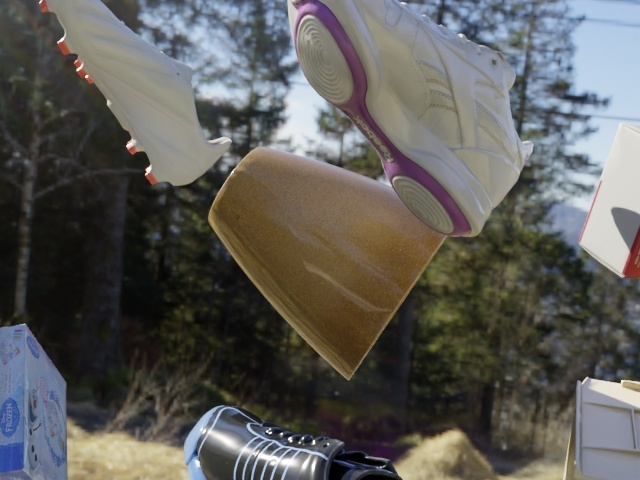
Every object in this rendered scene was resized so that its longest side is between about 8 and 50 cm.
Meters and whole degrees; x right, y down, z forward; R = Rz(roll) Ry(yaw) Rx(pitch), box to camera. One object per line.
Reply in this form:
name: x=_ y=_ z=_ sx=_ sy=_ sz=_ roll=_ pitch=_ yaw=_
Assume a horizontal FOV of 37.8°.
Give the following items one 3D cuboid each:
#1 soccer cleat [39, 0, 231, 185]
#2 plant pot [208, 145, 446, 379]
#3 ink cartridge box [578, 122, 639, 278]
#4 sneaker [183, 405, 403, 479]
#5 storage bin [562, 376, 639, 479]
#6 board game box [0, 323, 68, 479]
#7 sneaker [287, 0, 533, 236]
soccer cleat: x=-0.145 y=-0.133 z=0.727 sx=0.076 sy=0.196 sz=0.068 roll=-33 pitch=20 yaw=-3
plant pot: x=0.000 y=0.000 z=1.146 sx=0.254 sy=0.237 sz=0.237 roll=35 pitch=8 yaw=7
ink cartridge box: x=0.348 y=-0.035 z=0.875 sx=0.175 sy=0.127 sz=0.072 roll=1 pitch=25 yaw=-26
sneaker: x=-0.005 y=0.144 z=0.529 sx=0.081 sy=0.090 sz=0.232 roll=27 pitch=7 yaw=-34
storage bin: x=0.323 y=0.317 z=1.022 sx=0.123 sy=0.262 sz=0.260 roll=8 pitch=16 yaw=14
board game box: x=-0.173 y=0.110 z=0.565 sx=0.020 sy=0.090 sz=0.090 roll=-8 pitch=-32 yaw=-2
sneaker: x=0.083 y=-0.153 z=0.846 sx=0.305 sy=0.152 sz=0.114 roll=53 pitch=-19 yaw=-21
